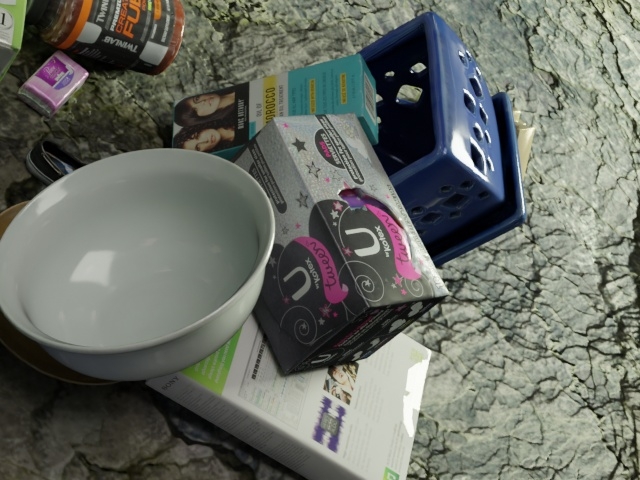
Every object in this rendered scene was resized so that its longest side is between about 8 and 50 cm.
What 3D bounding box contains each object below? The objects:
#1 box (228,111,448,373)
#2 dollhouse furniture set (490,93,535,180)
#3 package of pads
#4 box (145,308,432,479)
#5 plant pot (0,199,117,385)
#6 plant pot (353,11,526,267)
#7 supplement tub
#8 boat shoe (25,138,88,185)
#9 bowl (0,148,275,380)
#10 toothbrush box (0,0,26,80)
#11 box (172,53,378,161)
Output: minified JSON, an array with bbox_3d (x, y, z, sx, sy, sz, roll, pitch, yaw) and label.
[{"bbox_3d":[0.000,0.000,1.887,0.142,0.163,0.247,-9,65,-46],"label":"box"},{"bbox_3d":[0.208,-0.121,2.315,0.144,0.123,0.151,-9,29,-38],"label":"dollhouse furniture set"},{"bbox_3d":[-0.319,-0.186,2.007,0.050,0.032,0.083,38,45,-4],"label":"package of pads"},{"bbox_3d":[-0.028,0.144,1.923,0.322,0.058,0.232,34,44,-18],"label":"box"},{"bbox_3d":[-0.275,0.060,1.859,0.236,0.032,0.236,17,51,-22],"label":"plant pot"},{"bbox_3d":[0.121,-0.100,2.088,0.212,0.236,0.236,33,41,-38],"label":"plant pot"},{"bbox_3d":[-0.270,-0.272,2.041,0.198,0.106,0.106,14,52,-33],"label":"supplement tub"},{"bbox_3d":[-0.274,-0.067,1.944,0.142,0.040,0.049,32,46,-10],"label":"boat shoe"},{"bbox_3d":[-0.183,0.047,1.774,0.298,0.134,0.298,-7,44,7],"label":"bowl"},{"bbox_3d":[-0.451,-0.323,1.957,0.206,0.122,0.283,17,52,-24],"label":"toothbrush box"},{"bbox_3d":[-0.056,-0.143,2.020,0.060,0.244,0.100,57,25,-51],"label":"box"}]
